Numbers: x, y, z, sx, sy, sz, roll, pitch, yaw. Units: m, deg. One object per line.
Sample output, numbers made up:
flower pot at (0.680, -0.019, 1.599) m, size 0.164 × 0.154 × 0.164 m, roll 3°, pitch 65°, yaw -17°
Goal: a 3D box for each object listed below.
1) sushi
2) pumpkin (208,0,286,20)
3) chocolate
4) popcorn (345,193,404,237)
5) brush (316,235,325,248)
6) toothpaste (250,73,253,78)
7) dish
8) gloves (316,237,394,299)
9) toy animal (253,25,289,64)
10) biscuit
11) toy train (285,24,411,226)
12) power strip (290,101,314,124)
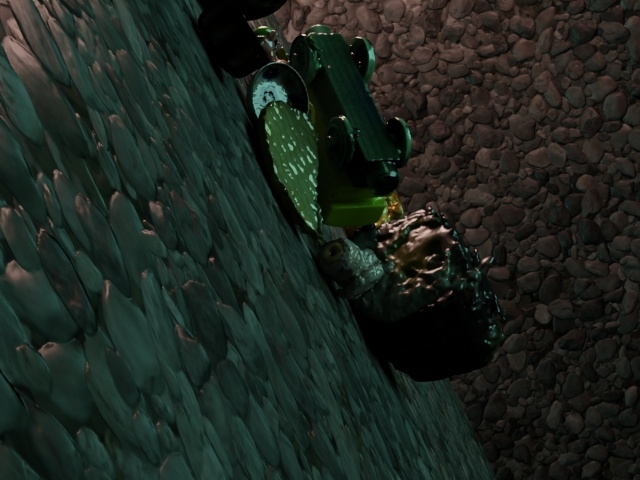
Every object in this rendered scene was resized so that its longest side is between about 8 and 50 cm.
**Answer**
sushi at (0.218, 0.119, 2.160) m, size 0.299 × 0.281 × 0.294 m, roll 55°, pitch -3°, yaw 44°
pumpkin at (-0.150, -0.586, 2.046) m, size 0.320 × 0.192 × 0.321 m, roll 170°, pitch -90°, yaw -85°
chocolate at (-0.158, -0.342, 1.770) m, size 0.149 × 0.080 × 0.125 m, roll 57°, pitch -5°, yaw -3°
popcorn at (0.142, -0.049, 2.699) m, size 0.170 × 0.180 × 0.180 m, roll 23°, pitch 28°, yaw -26°
brush at (0.000, 0.000, 1.983) m, size 0.083 × 0.021 × 0.019 m, roll 60°, pitch 5°, yaw -41°
toothpaste at (-0.103, -0.251, 2.042) m, size 0.071 × 0.045 × 0.193 m, roll 70°, pitch -5°, yaw -50°
dish at (-0.098, -0.258, 1.949) m, size 0.141 × 0.078 × 0.141 m, roll 2°, pitch 86°, yaw -42°
gloves at (0.054, 0.052, 1.900) m, size 0.144 × 0.110 × 0.094 m, roll 20°, pitch 44°, yaw -38°
toy animal at (-0.094, -0.416, 2.452) m, size 0.103 × 0.100 × 0.208 m, roll 4°, pitch 36°, yaw -38°
biscuit at (-0.056, -0.146, 1.823) m, size 0.187 × 0.036 × 0.274 m, roll 49°, pitch 29°, yaw -41°
toy train at (0.035, -0.230, 2.135) m, size 0.272 × 0.179 × 0.442 m, roll 115°, pitch -37°, yaw -47°
power strip at (-0.041, -0.213, 2.026) m, size 0.028 × 0.049 × 0.178 m, roll -138°, pitch -132°, yaw -56°
